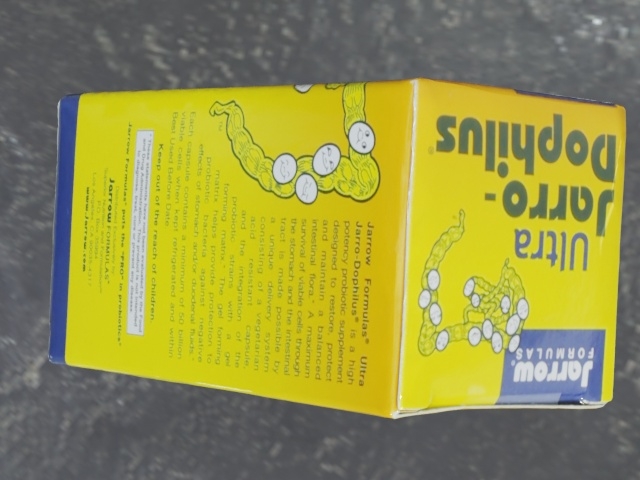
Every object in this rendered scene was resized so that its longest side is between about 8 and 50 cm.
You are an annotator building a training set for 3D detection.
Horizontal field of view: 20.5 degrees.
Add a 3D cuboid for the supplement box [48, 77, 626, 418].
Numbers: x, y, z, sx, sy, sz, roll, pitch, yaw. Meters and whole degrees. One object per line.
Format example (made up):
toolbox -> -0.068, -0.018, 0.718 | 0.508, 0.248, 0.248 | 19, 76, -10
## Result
supplement box -> 0.000, 0.000, 1.173 | 0.194, 0.356, 0.195 | 2, 91, -42
